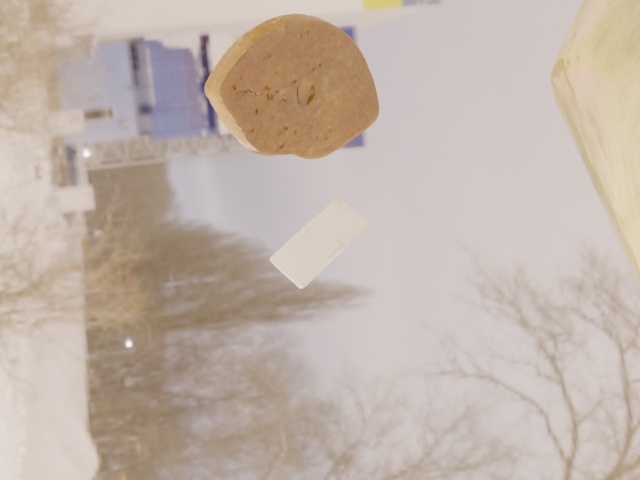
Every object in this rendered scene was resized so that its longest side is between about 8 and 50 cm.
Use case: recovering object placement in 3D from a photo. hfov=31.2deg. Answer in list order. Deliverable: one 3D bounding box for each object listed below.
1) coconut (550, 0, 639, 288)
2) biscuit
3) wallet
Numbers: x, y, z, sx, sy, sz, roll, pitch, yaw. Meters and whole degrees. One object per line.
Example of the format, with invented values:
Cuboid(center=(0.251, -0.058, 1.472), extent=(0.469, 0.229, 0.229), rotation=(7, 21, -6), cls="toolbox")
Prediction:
Cuboid(center=(0.295, -0.082, 0.683), extent=(0.352, 0.353, 0.352), rotation=(173, -90, -79), cls="coconut")
Cuboid(center=(-0.022, -0.150, 1.126), extent=(0.029, 0.221, 0.142), rotation=(23, -71, 44), cls="biscuit")
Cuboid(center=(0.000, 0.000, 0.959), extent=(0.044, 0.083, 0.011), rotation=(41, -13, 31), cls="wallet")
